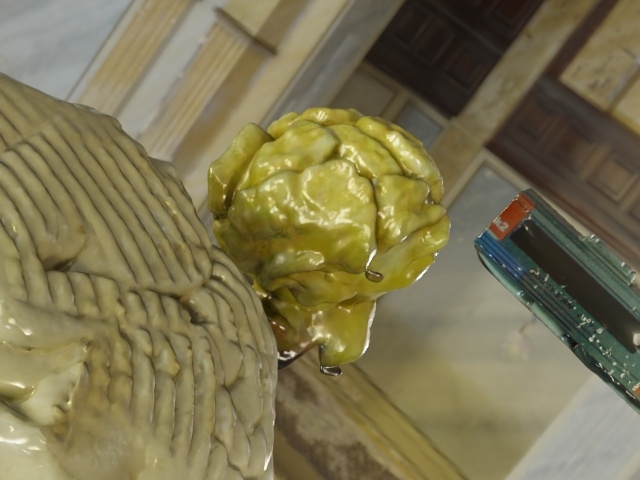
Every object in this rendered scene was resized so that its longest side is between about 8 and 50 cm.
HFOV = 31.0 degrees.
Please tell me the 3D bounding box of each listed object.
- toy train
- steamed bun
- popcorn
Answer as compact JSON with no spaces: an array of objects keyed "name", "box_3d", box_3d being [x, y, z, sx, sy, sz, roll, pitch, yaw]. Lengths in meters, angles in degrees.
[{"name":"toy train","box_3d":[0.310,0.114,1.030,0.409,0.089,0.086,44,-167,11]},{"name":"steamed bun","box_3d":[-0.187,0.056,0.666,0.289,0.203,0.276,33,-144,-30]},{"name":"popcorn","box_3d":[0.010,-0.002,0.844,0.173,0.168,0.195,-91,-7,-52]}]
